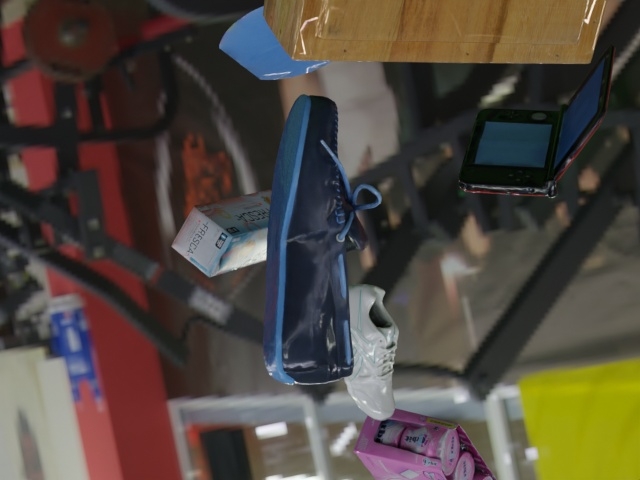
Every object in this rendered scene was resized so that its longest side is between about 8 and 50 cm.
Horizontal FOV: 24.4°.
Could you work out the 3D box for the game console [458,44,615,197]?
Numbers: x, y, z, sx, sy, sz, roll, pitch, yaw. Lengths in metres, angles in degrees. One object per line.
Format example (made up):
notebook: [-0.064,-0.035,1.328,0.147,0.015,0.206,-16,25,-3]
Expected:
game console: [0.188,-0.108,1.282,0.124,0.085,0.144,4,-148,13]

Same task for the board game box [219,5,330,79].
board game box: [-0.042,-0.248,1.739,0.133,0.033,0.168,-24,154,20]

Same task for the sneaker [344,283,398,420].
sneaker: [0.055,0.119,1.575,0.061,0.152,0.053,-14,-175,35]

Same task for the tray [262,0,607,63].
tray: [0.100,-0.297,0.819,0.203,0.411,0.076,-2,-148,-20]

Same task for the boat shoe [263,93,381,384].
boat shoe: [0.000,0.000,1.334,0.089,0.258,0.109,5,-178,-12]

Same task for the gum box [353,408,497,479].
gum box: [0.120,0.253,1.649,0.107,0.062,0.188,9,152,29]

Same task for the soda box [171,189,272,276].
soda box: [-0.090,-0.010,1.692,0.058,0.063,0.183,-59,161,22]
